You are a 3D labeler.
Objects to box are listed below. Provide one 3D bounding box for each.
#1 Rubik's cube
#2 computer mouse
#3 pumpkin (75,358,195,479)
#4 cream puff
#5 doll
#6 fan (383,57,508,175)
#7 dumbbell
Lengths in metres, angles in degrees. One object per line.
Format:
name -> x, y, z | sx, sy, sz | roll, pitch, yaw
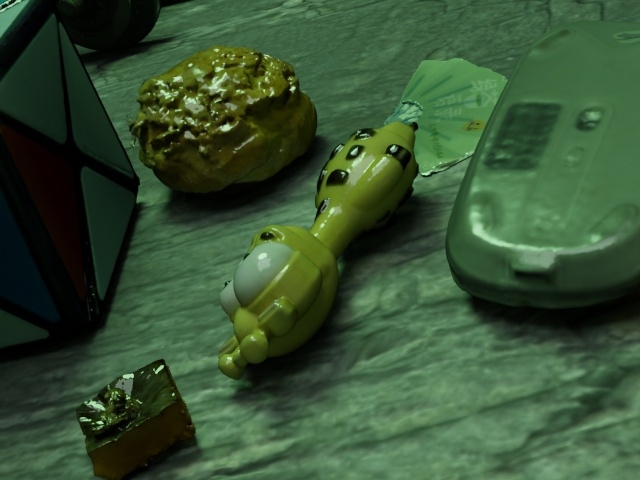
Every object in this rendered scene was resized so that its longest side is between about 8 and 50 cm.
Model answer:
Rubik's cube -> -0.334, -0.053, 1.047 | 0.246, 0.250, 0.248 | -13, 30, 11
computer mouse -> 0.220, -0.068, 0.909 | 0.197, 0.095, 0.331 | 4, 48, 36
pumpkin -> -0.140, 0.129, 0.845 | 0.083, 0.054, 0.074 | -31, 29, -8
cream puff -> -0.103, -0.126, 1.142 | 0.189, 0.129, 0.189 | -15, 29, 8
doll -> -0.001, -0.001, 0.937 | 0.291, 0.086, 0.117 | -53, 4, -38
fan -> 0.125, -0.133, 1.139 | 0.131, 0.009, 0.240 | -10, 33, 11
dumbbell -> -0.284, -0.377, 1.565 | 0.192, 0.192, 0.290 | -6, 34, 22
